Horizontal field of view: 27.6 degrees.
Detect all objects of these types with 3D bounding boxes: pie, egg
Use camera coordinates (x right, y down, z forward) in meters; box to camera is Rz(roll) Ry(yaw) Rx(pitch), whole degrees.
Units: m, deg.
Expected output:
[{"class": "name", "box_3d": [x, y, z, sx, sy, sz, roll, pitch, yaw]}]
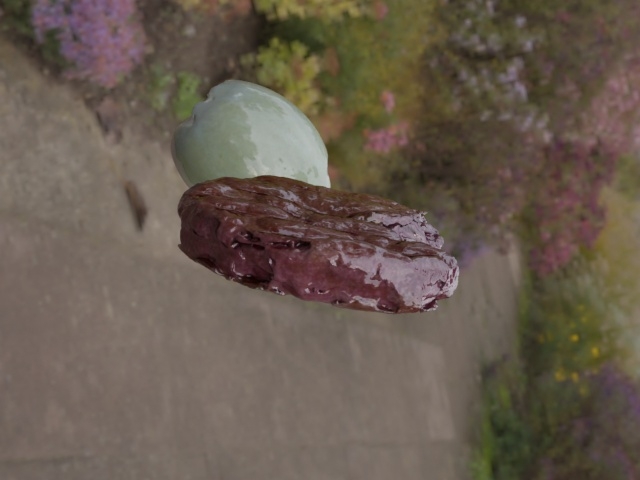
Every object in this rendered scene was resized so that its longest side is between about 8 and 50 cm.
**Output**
[{"class": "pie", "box_3d": [0.000, 0.000, 0.925, 0.218, 0.204, 0.054, -44, 146, -75]}, {"class": "egg", "box_3d": [-0.086, -0.107, 1.762, 0.217, 0.183, 0.183, 42, 18, -1]}]
